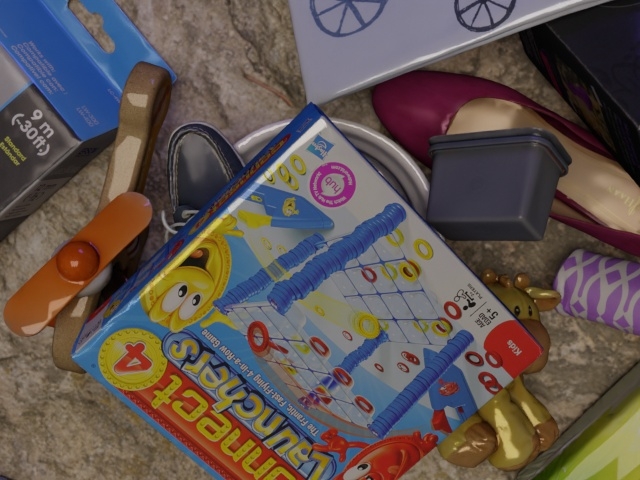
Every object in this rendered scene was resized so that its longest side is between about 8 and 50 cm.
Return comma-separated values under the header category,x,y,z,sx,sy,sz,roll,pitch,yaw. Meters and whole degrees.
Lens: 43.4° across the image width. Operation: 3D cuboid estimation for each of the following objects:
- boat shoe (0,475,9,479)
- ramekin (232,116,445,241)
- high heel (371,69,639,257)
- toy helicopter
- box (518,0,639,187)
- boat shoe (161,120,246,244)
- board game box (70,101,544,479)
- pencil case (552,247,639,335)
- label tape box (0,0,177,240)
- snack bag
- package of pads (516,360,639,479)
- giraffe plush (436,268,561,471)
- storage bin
category,x,y,z,sx,sy,sz,roll,pitch,yaw
boat shoe,-0.513,0.328,1.039,0.228,0.080,0.076,12,96,-4
ramekin,0.000,0.000,0.917,0.277,0.135,0.277,1,97,6
high heel,0.229,-0.093,0.860,0.377,0.181,0.127,21,98,3
toy helicopter,-0.234,-0.022,0.887,0.140,0.235,0.355,16,98,4
box,0.317,-0.198,0.791,0.165,0.143,0.270,-32,52,9
boat shoe,-0.107,0.004,0.819,0.095,0.079,0.254,-8,96,5
board game box,-0.009,0.089,0.749,0.302,0.086,0.308,-44,106,7
pencil case,0.352,0.073,0.869,0.086,0.206,0.088,-40,130,-29
label tape box,-0.384,-0.173,0.947,0.348,0.115,0.249,-39,92,10
snack bag,0.115,-0.324,0.829,0.342,0.037,0.323,-17,67,17
package of pads,0.409,0.274,0.927,0.229,0.101,0.296,44,99,1
giraffe plush,0.189,0.122,0.883,0.210,0.181,0.170,44,123,28
storage bin,0.172,-0.047,0.804,0.135,0.098,0.091,1,68,38
